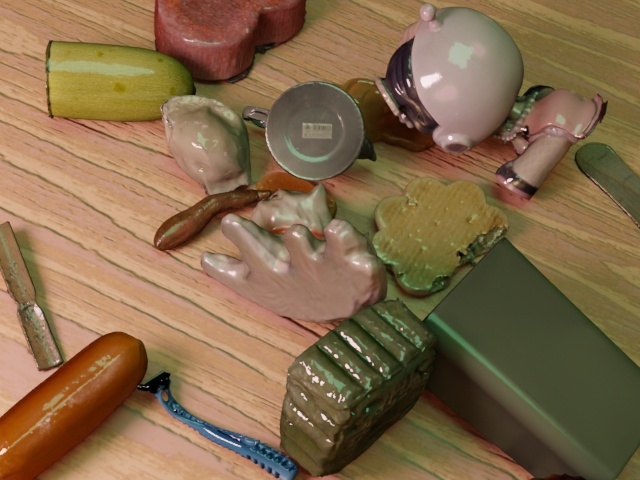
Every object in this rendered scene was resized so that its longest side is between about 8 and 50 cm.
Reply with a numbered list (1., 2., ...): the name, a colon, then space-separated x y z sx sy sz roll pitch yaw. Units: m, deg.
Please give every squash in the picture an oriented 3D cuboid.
1. squash: -0.333 -0.267 1.780 0.247 0.132 0.132 1 56 -9

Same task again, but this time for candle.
1. candle: -0.185 -0.453 1.940 0.287 0.131 0.317 41 58 20

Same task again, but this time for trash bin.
1. trash bin: 0.314 0.199 1.564 0.343 0.158 0.223 42 59 8

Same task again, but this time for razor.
1. razor: -0.144 0.270 1.508 0.253 0.042 0.082 30 15 8

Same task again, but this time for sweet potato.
1. sweet potato: -0.178 -0.044 1.701 0.214 0.050 0.050 -30 66 -22

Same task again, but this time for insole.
1. insole: 0.594 -0.055 1.882 0.119 0.009 0.348 -33 68 -27

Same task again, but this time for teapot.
1. teapot: -0.017 -0.180 1.779 0.239 0.149 0.162 16 90 1

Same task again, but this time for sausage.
1. sausage: -0.350 0.230 1.456 0.105 0.105 0.274 39 59 16

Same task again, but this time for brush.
1. brush: -0.444 0.085 1.583 0.043 0.036 0.248 -21 69 -18

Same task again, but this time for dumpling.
1. dumpling: -0.180 -0.159 1.752 0.136 0.118 0.199 -25 92 -32

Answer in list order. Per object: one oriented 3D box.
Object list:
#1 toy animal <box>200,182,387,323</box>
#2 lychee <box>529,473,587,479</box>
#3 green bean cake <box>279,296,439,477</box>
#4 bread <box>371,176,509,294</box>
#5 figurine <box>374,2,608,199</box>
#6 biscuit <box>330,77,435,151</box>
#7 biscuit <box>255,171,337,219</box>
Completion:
1. toy animal: 0.000 0.000 1.565 0.266 0.308 0.188 43 54 10
2. lychee: 0.299 0.429 1.370 0.271 0.236 0.236 -28 63 -2
3. green bean cake: 0.051 0.207 1.472 0.125 0.227 0.222 41 54 19
4. bread: 0.187 -0.019 1.764 0.251 0.039 0.182 -35 68 -28
5. figurine: 0.289 -0.264 1.831 0.361 0.211 0.253 28 42 -6
6. biscuit: 0.094 -0.232 1.898 0.236 0.040 0.144 9 50 -7
7. biscuit: -0.050 -0.055 1.754 0.140 0.023 0.118 36 61 15
